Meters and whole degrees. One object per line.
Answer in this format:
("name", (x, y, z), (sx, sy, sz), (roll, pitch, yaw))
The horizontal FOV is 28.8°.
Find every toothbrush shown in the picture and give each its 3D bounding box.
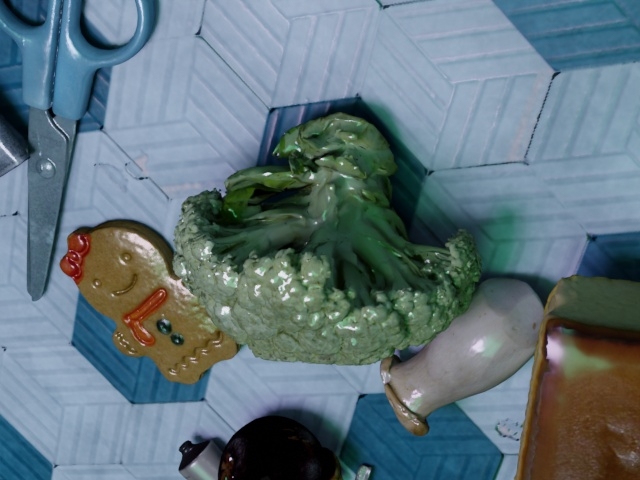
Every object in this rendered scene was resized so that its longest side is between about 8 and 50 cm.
("toothbrush", (0.034, 0.343, 1.493), (0.017, 0.014, 0.194), (18, 121, 8))

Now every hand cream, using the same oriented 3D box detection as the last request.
("hand cream", (-0.101, 0.310, 1.494), (0.054, 0.087, 0.186), (-44, 98, -14))

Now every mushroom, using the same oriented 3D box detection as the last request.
("mushroom", (0.147, 0.119, 1.296), (0.212, 0.088, 0.097), (-37, 102, 31))

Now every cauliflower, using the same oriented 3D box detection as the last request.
("cauliflower", (0.000, 0.000, 1.238), (0.272, 0.275, 0.250), (0, 79, 52))

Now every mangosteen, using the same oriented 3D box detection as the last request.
("mangosteen", (-0.041, 0.267, 1.423), (0.151, 0.137, 0.137), (17, 127, -29))

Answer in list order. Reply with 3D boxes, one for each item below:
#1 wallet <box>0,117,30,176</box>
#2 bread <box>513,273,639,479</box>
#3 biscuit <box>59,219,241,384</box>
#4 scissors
("wallet", (-0.440, -0.111, 1.386), (0.222, 0.036, 0.167), (-24, 106, 35))
("bread", (0.353, 0.205, 1.215), (0.324, 0.143, 0.333), (4, 120, 3))
("biscuit", (-0.195, 0.066, 1.412), (0.166, 0.036, 0.225), (-34, 102, 31))
("scissors", (-0.292, -0.116, 1.351), (0.193, 0.029, 0.447), (19, 121, 9))
